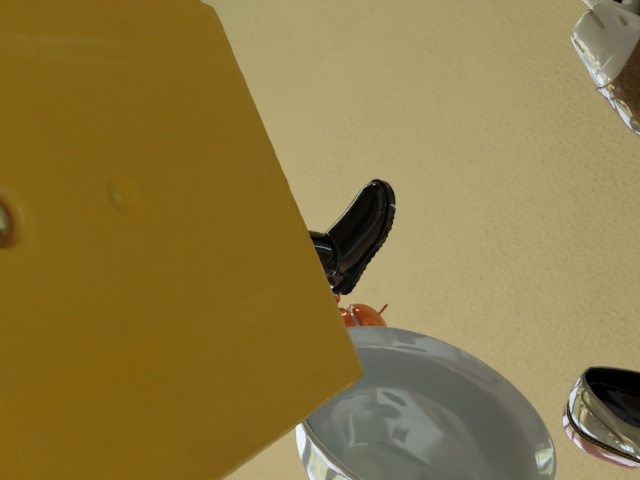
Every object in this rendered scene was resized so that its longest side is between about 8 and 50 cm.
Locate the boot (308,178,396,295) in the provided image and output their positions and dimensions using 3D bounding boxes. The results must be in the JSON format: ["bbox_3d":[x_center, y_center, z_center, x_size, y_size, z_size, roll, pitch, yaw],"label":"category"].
[{"bbox_3d":[0.000,-0.001,0.729,0.045,0.099,0.121,50,-57,42],"label":"boot"}]

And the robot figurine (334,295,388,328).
[{"bbox_3d":[0.022,0.180,1.428,0.128,0.219,0.158,82,-14,-45],"label":"robot figurine"}]

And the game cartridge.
[{"bbox_3d":[-0.111,-0.013,0.422,0.052,0.323,0.285,-23,-93,27],"label":"game cartridge"}]

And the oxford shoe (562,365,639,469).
[{"bbox_3d":[0.468,0.239,1.046,0.348,0.130,0.123,11,-123,18],"label":"oxford shoe"}]

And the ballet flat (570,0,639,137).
[{"bbox_3d":[0.352,-0.247,1.000,0.116,0.124,0.342,-55,-171,48],"label":"ballet flat"}]

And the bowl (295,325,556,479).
[{"bbox_3d":[0.094,0.235,0.963,0.298,0.297,0.134,43,-54,40],"label":"bowl"}]
